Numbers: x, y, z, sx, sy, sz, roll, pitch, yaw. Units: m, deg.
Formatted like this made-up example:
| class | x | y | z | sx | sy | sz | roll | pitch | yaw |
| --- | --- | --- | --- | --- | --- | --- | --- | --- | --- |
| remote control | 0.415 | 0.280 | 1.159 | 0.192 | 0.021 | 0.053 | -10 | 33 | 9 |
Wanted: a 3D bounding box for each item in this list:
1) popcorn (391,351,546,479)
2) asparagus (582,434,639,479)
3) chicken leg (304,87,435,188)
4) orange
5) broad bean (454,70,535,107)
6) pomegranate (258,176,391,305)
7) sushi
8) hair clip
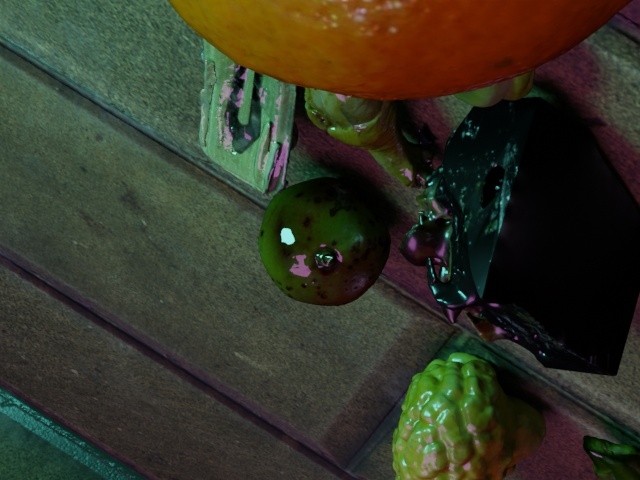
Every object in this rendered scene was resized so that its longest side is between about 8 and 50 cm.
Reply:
| class | x | y | z | sx | sy | sz | roll | pitch | yaw |
| --- | --- | --- | --- | --- | --- | --- | --- | --- | --- |
| popcorn | 0.197 | 0.262 | 1.963 | 0.203 | 0.225 | 0.200 | 3 | 173 | -6 |
| asparagus | 0.441 | 0.347 | 1.961 | 0.080 | 0.080 | 0.287 | -1 | 134 | 46 |
| chicken leg | 0.050 | -0.135 | 1.598 | 0.103 | 0.088 | 0.227 | -5 | 141 | 36 |
| orange | 0.063 | -0.293 | 0.985 | 0.424 | 0.423 | 0.326 | 25 | 177 | 15 |
| broad bean | 0.131 | -0.198 | 1.401 | 0.174 | 0.082 | 0.124 | 41 | 153 | -18 |
| pomegranate | 0.000 | 0.000 | 1.803 | 0.159 | 0.159 | 0.205 | 41 | 177 | -15 |
| sushi | 0.199 | -0.004 | 1.546 | 0.227 | 0.215 | 0.212 | 28 | 165 | -39 |
| hair clip | -0.068 | -0.196 | 1.611 | 0.138 | 0.091 | 0.321 | 32 | 143 | 24 |
